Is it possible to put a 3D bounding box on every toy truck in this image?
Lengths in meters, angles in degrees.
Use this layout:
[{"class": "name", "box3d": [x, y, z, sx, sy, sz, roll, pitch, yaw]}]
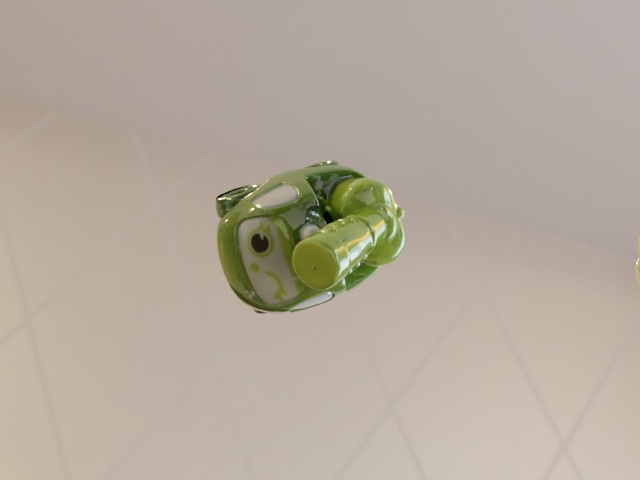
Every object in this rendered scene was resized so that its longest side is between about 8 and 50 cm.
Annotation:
[{"class": "toy truck", "box3d": [0.006, -0.005, 1.265, 0.210, 0.187, 0.148, -6, -75, 52]}]

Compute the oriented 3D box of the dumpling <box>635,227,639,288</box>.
[{"class": "dumpling", "box3d": [0.360, -0.025, 1.132, 0.126, 0.166, 0.215, 6, -81, -19]}]
